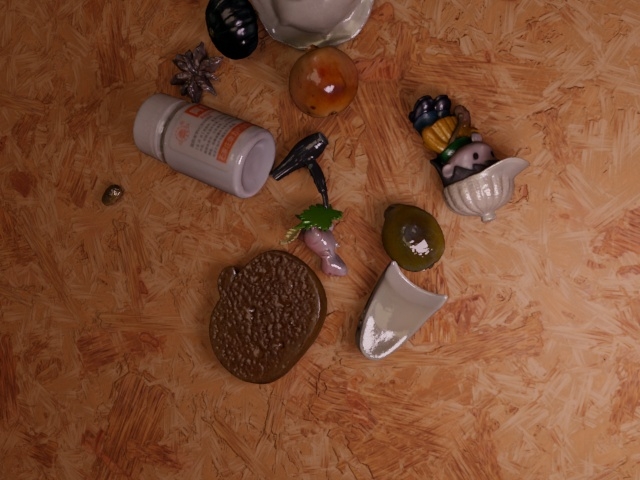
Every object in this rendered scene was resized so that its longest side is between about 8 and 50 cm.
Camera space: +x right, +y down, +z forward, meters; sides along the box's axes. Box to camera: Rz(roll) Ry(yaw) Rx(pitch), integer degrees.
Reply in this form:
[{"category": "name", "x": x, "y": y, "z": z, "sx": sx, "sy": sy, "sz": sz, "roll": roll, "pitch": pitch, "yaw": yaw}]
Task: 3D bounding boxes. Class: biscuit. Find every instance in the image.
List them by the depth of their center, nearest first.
[{"category": "biscuit", "x": -0.166, "y": 0.209, "z": 1.609, "sx": 0.394, "sy": 0.070, "sz": 0.350, "roll": -46, "pitch": 74, "yaw": 14}]

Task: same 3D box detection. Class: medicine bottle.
[{"category": "medicine bottle", "x": -0.333, "y": -0.277, "z": 1.593, "sx": 0.371, "sy": 0.211, "sz": 0.211, "roll": 24, "pitch": 98, "yaw": 18}]

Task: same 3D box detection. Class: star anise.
[{"category": "star anise", "x": -0.375, "y": -0.506, "z": 1.683, "sx": 0.195, "sy": 0.065, "sz": 0.183, "roll": -29, "pitch": 82, "yaw": 14}]

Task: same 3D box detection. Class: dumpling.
[{"category": "dumpling", "x": 0.001, "y": -0.657, "z": 1.502, "sx": 0.341, "sy": 0.181, "sz": 0.260, "roll": -25, "pitch": 121, "yaw": -6}]

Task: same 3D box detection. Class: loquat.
[{"category": "loquat", "x": 0.233, "y": -0.011, "z": 1.422, "sx": 0.152, "sy": 0.152, "sz": 0.195, "roll": -33, "pitch": 86, "yaw": 17}]

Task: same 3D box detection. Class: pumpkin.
[{"category": "pumpkin", "x": -0.251, "y": -0.610, "z": 1.577, "sx": 0.149, "sy": 0.194, "sz": 0.194, "roll": -10, "pitch": 87, "yaw": 0}]

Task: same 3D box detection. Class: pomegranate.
[{"category": "pomegranate", "x": 0.008, "y": -0.426, "z": 1.487, "sx": 0.191, "sy": 0.191, "sz": 0.191, "roll": 0, "pitch": 90, "yaw": 20}]

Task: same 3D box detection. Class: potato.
[{"category": "potato", "x": -0.682, "y": -0.148, "z": 1.809, "sx": 0.083, "sy": 0.040, "sz": 0.051, "roll": -44, "pitch": 71, "yaw": 14}]

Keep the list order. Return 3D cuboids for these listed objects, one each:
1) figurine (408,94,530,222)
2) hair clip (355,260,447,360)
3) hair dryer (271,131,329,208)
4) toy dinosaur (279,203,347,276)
[{"category": "figurine", "x": 0.345, "y": -0.200, "z": 1.382, "sx": 0.332, "sy": 0.185, "sz": 0.205, "roll": 50, "pitch": 139, "yaw": 31}, {"category": "hair clip", "x": 0.187, "y": 0.205, "z": 1.456, "sx": 0.172, "sy": 0.113, "sz": 0.282, "roll": 33, "pitch": 101, "yaw": 6}, {"category": "hair dryer", "x": -0.034, "y": -0.172, "z": 1.539, "sx": 0.195, "sy": 0.075, "sz": 0.219, "roll": -36, "pitch": 63, "yaw": 26}, {"category": "toy dinosaur", "x": 0.001, "y": -0.004, "z": 1.537, "sx": 0.194, "sy": 0.152, "sz": 0.177, "roll": 19, "pitch": 125, "yaw": 12}]
